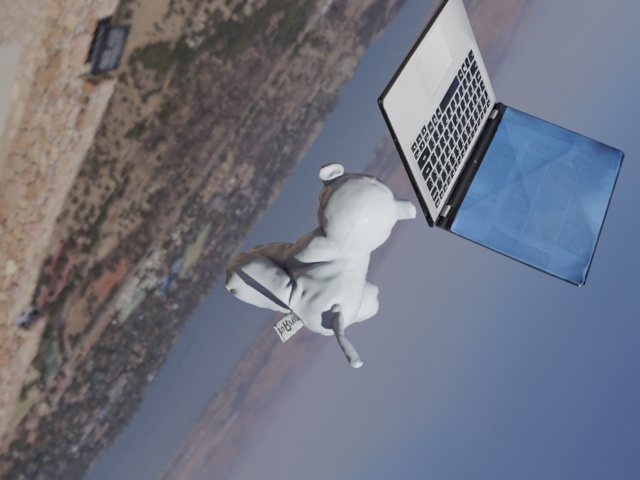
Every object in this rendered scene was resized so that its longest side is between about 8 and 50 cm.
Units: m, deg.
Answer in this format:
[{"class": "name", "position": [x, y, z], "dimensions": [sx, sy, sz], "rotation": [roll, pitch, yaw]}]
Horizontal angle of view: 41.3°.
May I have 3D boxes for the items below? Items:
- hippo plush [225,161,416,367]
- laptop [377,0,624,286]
[{"class": "hippo plush", "position": [0.000, 0.000, 1.242], "dimensions": [0.294, 0.234, 0.236], "rotation": [-49, 159, -78]}, {"class": "laptop", "position": [0.334, -0.192, 1.478], "dimensions": [0.236, 0.407, 0.382], "rotation": [-3, -140, 34]}]
